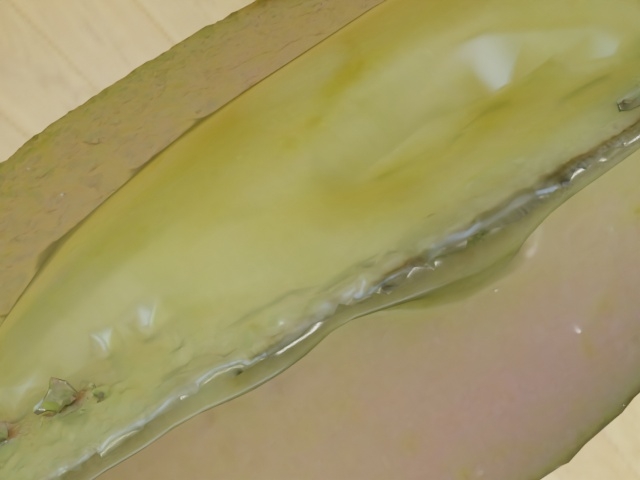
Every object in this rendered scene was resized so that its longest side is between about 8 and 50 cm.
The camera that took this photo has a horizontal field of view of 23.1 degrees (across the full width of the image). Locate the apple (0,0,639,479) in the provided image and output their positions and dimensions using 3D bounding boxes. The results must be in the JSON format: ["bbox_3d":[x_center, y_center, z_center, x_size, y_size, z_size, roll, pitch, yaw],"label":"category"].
[{"bbox_3d":[0.000,0.000,0.447,0.265,0.193,0.120,-32,123,-6],"label":"apple"}]
